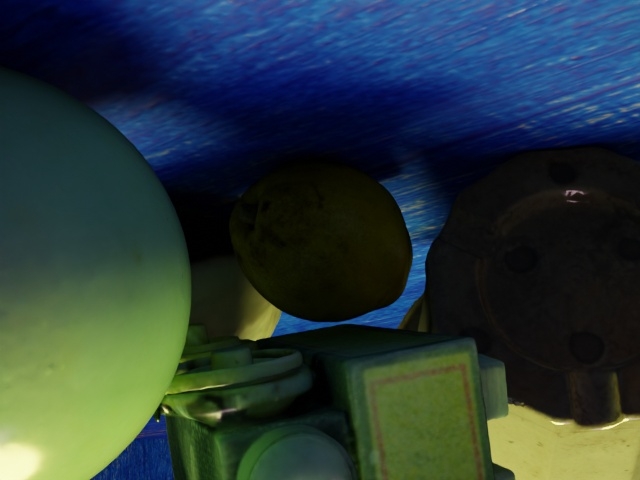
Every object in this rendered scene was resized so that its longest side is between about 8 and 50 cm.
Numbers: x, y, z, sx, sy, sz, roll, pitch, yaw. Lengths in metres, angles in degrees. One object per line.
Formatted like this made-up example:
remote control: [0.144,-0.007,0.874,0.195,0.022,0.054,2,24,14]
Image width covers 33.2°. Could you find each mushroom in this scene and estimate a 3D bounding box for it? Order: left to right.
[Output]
mushroom: [-0.170,0.051,0.797,0.247,0.130,0.344,-21,157,41]

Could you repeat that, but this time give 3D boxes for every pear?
pear: [0.000,0.000,0.690,0.131,0.107,0.107,29,150,-31]

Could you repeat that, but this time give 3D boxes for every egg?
egg: [-0.194,0.026,0.497,0.269,0.220,0.220,-1,167,12]

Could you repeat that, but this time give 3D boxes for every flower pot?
flower pot: [0.173,0.072,0.757,0.290,0.290,0.259,-5,151,7]

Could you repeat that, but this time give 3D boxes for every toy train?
toy train: [-0.013,0.123,0.635,0.188,0.159,0.271,-8,180,-16]
